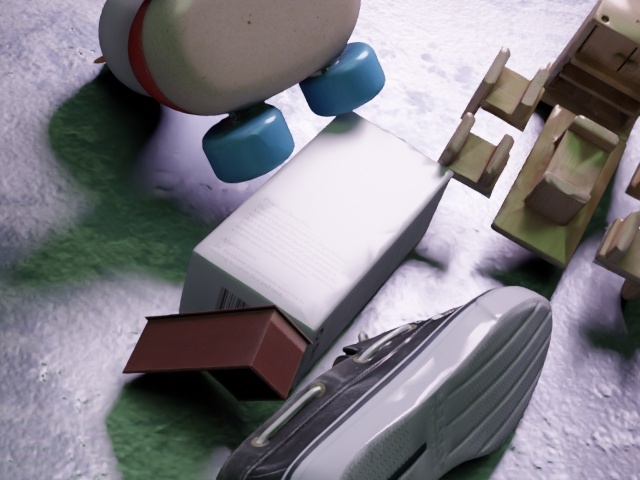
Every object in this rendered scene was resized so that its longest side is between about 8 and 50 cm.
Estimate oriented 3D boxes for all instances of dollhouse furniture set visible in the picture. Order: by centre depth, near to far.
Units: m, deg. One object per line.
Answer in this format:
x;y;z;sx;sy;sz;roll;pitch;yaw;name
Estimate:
0.234;-0.084;1.073;0.212;0.161;0.242;30;69;2;dollhouse furniture set

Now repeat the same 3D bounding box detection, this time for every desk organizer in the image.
-0.076;0.083;0.826;0.047;0.130;0.050;49;49;-35;desk organizer

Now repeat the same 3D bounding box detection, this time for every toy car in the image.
-0.104;-0.191;1.003;0.210;0.219;0.238;-38;26;-26;toy car

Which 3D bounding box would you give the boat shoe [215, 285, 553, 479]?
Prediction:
0.055;0.109;0.843;0.119;0.121;0.335;15;27;34;boat shoe

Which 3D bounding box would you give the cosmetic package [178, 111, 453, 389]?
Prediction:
0.000;0.000;0.944;0.117;0.085;0.231;34;47;13;cosmetic package
